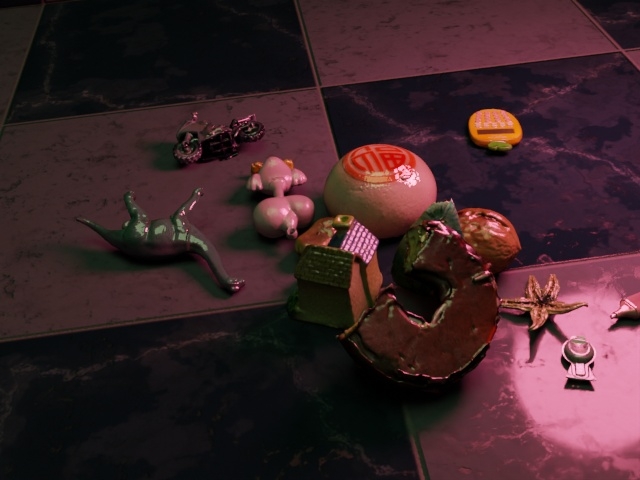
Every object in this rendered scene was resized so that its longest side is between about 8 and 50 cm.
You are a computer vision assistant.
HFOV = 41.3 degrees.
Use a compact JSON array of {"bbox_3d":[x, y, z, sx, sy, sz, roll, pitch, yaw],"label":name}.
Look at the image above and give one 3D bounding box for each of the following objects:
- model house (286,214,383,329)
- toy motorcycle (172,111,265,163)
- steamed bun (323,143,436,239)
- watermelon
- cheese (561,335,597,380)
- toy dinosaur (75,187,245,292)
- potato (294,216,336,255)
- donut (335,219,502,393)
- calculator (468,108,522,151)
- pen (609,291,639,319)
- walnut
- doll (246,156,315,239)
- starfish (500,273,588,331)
[{"bbox_3d":[0.029,0.052,1.855,0.195,0.189,0.214,14,43,19],"label":"model house"},{"bbox_3d":[-0.299,-0.302,2.417,0.270,0.106,0.159,-20,46,-13],"label":"toy motorcycle"},{"bbox_3d":[0.146,-0.138,2.093,0.283,0.177,0.283,-3,37,2],"label":"steamed bun"},{"bbox_3d":[0.252,0.042,1.823,0.128,0.231,0.146,-29,58,-33],"label":"watermelon"},{"bbox_3d":[0.517,0.235,1.693,0.067,0.026,0.121,3,39,10],"label":"cheese"},{"bbox_3d":[-0.387,0.029,2.018,0.383,0.129,0.331,-11,47,-6],"label":"toy dinosaur"},{"bbox_3d":[0.000,0.000,2.018,0.091,0.070,0.138,34,59,32],"label":"potato"},{"bbox_3d":[0.217,0.148,1.682,0.259,0.136,0.345,35,71,0],"label":"donut"},{"bbox_3d":[0.492,-0.310,2.396,0.146,0.032,0.235,-2,36,5],"label":"calculator"},{"bbox_3d":[0.692,0.132,1.804,0.197,0.032,0.053,-18,40,-20],"label":"pen"},{"bbox_3d":[0.361,0.004,1.915,0.184,0.155,0.155,7,39,23],"label":"walnut"},{"bbox_3d":[-0.104,-0.114,2.159,0.160,0.094,0.365,-7,37,-7],"label":"doll"},{"bbox_3d":[0.460,0.135,1.811,0.216,0.050,0.223,3,26,20],"label":"starfish"}]
